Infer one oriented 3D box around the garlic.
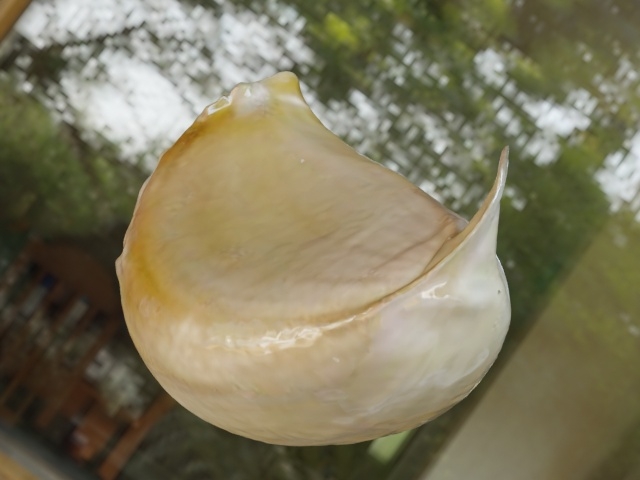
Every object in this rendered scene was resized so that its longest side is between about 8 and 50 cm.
[{"bbox_3d":[-0.001,0.015,0.777,0.145,0.164,0.245,12,8,-32],"label":"garlic"}]
